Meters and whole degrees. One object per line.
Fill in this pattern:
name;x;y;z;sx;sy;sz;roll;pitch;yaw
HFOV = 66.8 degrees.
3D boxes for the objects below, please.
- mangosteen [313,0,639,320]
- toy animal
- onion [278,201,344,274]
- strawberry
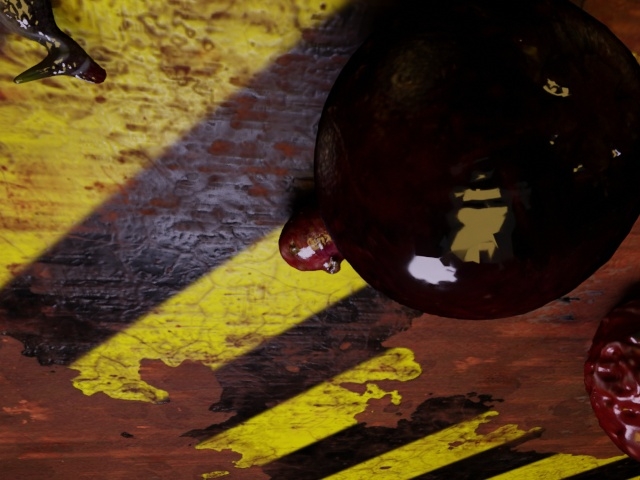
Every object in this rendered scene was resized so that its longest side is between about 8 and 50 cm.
mangosteen;0.132;-0.078;0.453;0.297;0.293;0.297;-6;106;-20
toy animal;-0.264;-0.215;0.410;0.105;0.070;0.202;-37;124;0
onion;0.000;0.000;0.618;0.107;0.097;0.107;-16;150;-9
strawberry;0.593;0.228;0.813;0.317;0.295;0.345;-35;162;2
